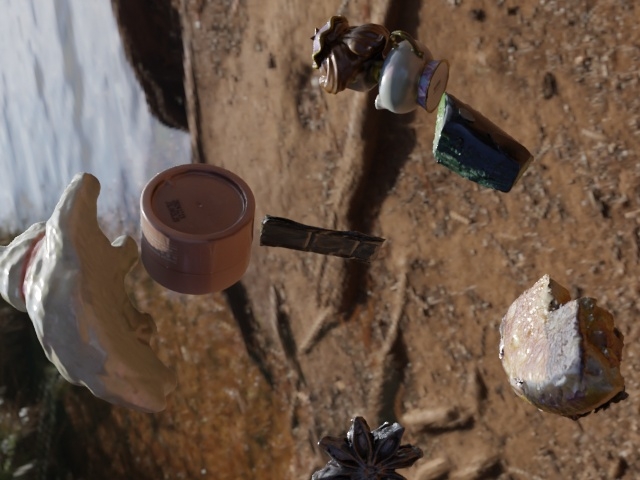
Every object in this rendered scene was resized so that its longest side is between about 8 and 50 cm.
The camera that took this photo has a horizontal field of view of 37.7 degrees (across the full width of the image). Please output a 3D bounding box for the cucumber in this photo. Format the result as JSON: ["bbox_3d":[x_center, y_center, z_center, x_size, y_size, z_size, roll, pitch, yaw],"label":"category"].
[{"bbox_3d":[0.256,-0.166,1.543,0.193,0.115,0.086,37,153,12],"label":"cucumber"}]

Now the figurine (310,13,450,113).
[{"bbox_3d":[0.100,-0.324,1.734,0.263,0.142,0.189,23,138,20],"label":"figurine"}]

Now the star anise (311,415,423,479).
[{"bbox_3d":[0.103,0.486,2.011,0.109,0.236,0.223,-55,-24,-89],"label":"star anise"}]

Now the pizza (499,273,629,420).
[{"bbox_3d":[0.304,0.138,1.175,0.305,0.085,0.161,-133,66,-80],"label":"pizza"}]

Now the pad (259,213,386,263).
[{"bbox_3d":[0.000,-0.001,1.777,0.174,0.233,0.022,103,176,-73],"label":"pad"}]

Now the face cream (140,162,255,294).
[{"bbox_3d":[-0.162,-0.016,1.237,0.149,0.149,0.104,52,148,34],"label":"face cream"}]

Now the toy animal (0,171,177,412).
[{"bbox_3d":[-0.343,0.111,1.334,0.266,0.188,0.308,-103,-11,-53],"label":"toy animal"}]
